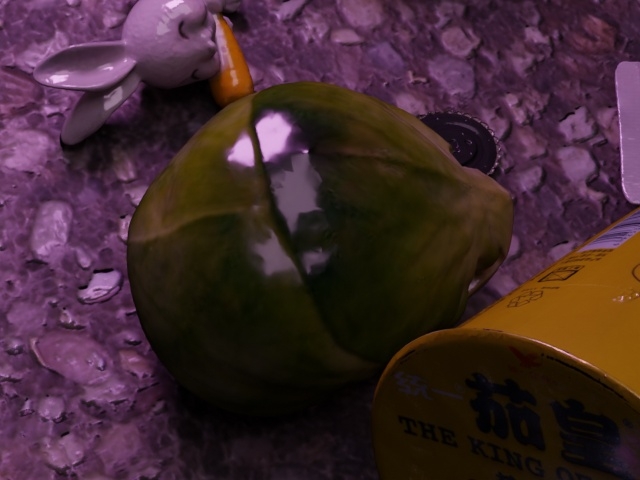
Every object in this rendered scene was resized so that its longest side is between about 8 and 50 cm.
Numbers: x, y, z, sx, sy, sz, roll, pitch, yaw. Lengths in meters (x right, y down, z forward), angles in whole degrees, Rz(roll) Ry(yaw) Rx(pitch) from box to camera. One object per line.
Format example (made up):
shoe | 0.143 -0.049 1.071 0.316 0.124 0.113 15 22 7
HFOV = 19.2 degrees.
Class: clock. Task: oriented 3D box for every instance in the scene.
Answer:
clock | 0.103 -0.072 1.498 0.083 0.010 0.074 -13 64 -15

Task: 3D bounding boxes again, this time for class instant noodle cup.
instant noodle cup | 0.232 0.128 1.254 0.325 0.325 0.254 41 54 14

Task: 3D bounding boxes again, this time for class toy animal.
toy animal | -0.127 -0.147 1.473 0.127 0.131 0.181 -4 48 25

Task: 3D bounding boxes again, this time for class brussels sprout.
brussels sprout | 0.000 0.000 1.340 0.271 0.210 0.219 -6 66 -30

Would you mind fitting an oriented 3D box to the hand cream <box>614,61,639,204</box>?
hand cream | 0.392 -0.084 1.517 0.314 0.089 0.139 -1 59 -1
